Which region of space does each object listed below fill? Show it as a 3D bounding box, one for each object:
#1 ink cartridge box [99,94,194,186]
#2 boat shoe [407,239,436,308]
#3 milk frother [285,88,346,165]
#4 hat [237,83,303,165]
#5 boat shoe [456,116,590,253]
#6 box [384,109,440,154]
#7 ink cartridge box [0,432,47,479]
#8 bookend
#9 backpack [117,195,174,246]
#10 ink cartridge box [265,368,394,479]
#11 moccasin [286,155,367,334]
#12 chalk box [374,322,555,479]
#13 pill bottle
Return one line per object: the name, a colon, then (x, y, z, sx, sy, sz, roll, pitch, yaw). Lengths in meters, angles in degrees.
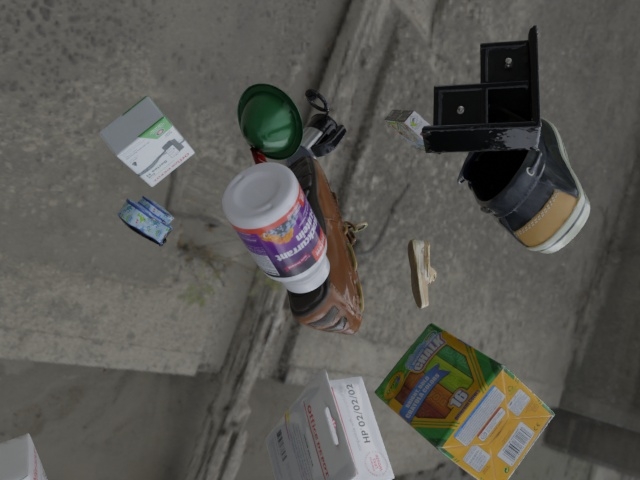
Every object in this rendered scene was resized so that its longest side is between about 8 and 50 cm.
ink cartridge box: (-0.424, -0.241, 1.714, 0.153, 0.087, 0.208, -40, 160, -2)
boat shoe: (0.250, 0.078, 1.657, 0.063, 0.059, 0.170, 120, -33, -73)
milk frother: (-0.026, -0.262, 1.632, 0.143, 0.129, 0.135, 47, 51, -15)
hat: (-0.150, -0.223, 1.461, 0.183, 0.208, 0.173, -36, 139, -47)
boat shoe: (0.355, -0.151, 1.305, 0.187, 0.156, 0.500, -52, -166, 24)
box: (0.224, -0.259, 1.631, 0.036, 0.114, 0.207, -49, -168, 4)
ink cartridge box: (-0.502, 0.501, 1.165, 0.117, 0.207, 0.283, -20, 102, -20)
bookend: (0.226, -0.210, 0.971, 0.072, 0.156, 0.157, 55, 38, -67)
backpack: (-0.406, -0.055, 1.606, 0.114, 0.105, 0.084, 34, 86, -40)
ink cartridge box: (0.010, 0.205, 0.675, 0.061, 0.104, 0.181, -2, 146, -26)
moccasin: (0.002, -0.002, 1.236, 0.139, 0.380, 0.147, -40, 133, 21)
chalk box: (0.242, 0.288, 1.280, 0.179, 0.289, 0.180, 42, 83, -27)
pill bottle: (-0.053, -0.009, 0.977, 0.108, 0.108, 0.193, -61, 146, -26)
